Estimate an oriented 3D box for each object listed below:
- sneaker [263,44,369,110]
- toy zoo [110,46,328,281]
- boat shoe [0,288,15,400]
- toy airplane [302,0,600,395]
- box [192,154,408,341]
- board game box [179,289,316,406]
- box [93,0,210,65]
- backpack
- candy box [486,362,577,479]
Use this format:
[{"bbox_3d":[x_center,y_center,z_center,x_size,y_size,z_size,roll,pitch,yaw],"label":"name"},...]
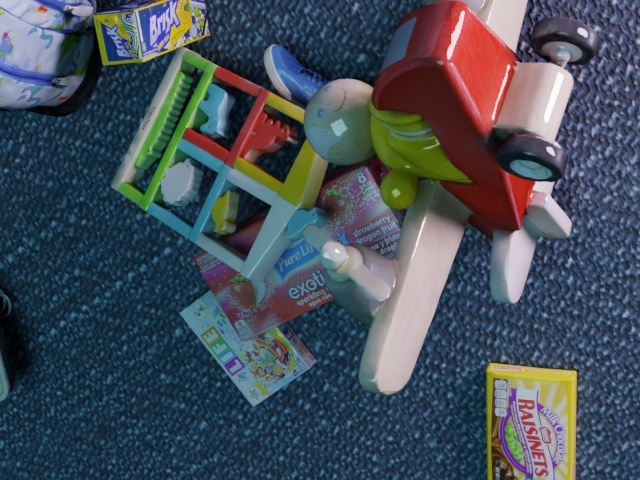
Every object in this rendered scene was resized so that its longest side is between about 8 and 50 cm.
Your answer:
[{"bbox_3d":[0.008,-0.174,1.427,0.085,0.058,0.152,-32,99,33],"label":"sneaker"},{"bbox_3d":[-0.099,-0.083,1.421,0.293,0.030,0.192,30,97,35],"label":"toy zoo"},{"bbox_3d":[-0.473,0.094,1.698,0.095,0.079,0.254,-26,95,29],"label":"boat shoe"},{"bbox_3d":[0.119,-0.091,1.246,0.272,0.386,0.384,13,118,14],"label":"toy airplane"},{"bbox_3d":[0.000,0.000,1.455,0.257,0.128,0.122,-27,97,27],"label":"box"},{"bbox_3d":[-0.092,0.122,1.590,0.103,0.026,0.154,-37,93,28],"label":"board game box"},{"bbox_3d":[-0.187,-0.243,1.417,0.054,0.169,0.059,-1,108,22],"label":"box"},{"bbox_3d":[-0.396,-0.268,1.385,0.290,0.355,0.273,43,113,2],"label":"backpack"},{"bbox_3d":[0.252,0.248,1.503,0.105,0.027,0.206,2,109,17],"label":"candy box"}]
